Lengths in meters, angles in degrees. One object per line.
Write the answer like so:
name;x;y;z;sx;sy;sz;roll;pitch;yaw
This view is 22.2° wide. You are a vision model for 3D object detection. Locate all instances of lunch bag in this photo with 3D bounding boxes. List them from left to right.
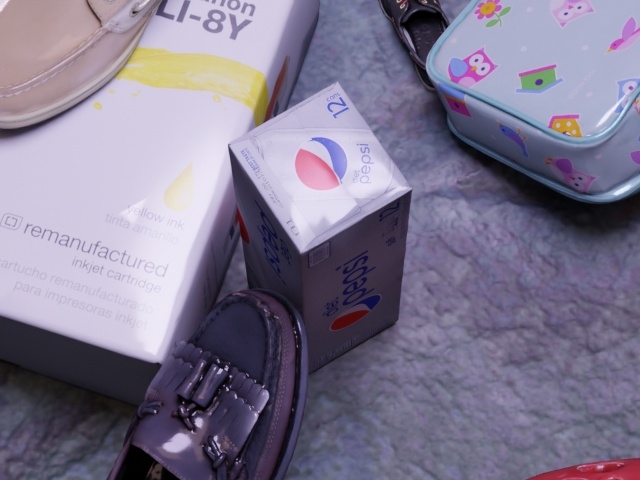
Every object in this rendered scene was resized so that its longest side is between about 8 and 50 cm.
lunch bag;0.234;-0.174;1.326;0.279;0.108;0.224;-47;46;-16

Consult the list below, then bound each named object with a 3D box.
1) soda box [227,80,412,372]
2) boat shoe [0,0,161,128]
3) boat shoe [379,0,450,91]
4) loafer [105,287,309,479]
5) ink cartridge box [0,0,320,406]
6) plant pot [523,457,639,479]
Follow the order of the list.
soda box;0.000;0.000;1.197;0.091;0.286;0.098;-31;73;-10
boat shoe;-0.155;-0.208;1.200;0.109;0.098;0.302;42;74;14
boat shoe;0.085;-0.193;1.403;0.048;0.042;0.133;-20;70;-6
loafer;-0.101;0.174;1.146;0.109;0.095;0.303;27;98;32
ink cartridge box;-0.187;-0.096;1.297;0.279;0.160;0.385;17;70;5
plant pot;0.174;0.255;1.164;0.174;0.191;0.191;-5;69;7
